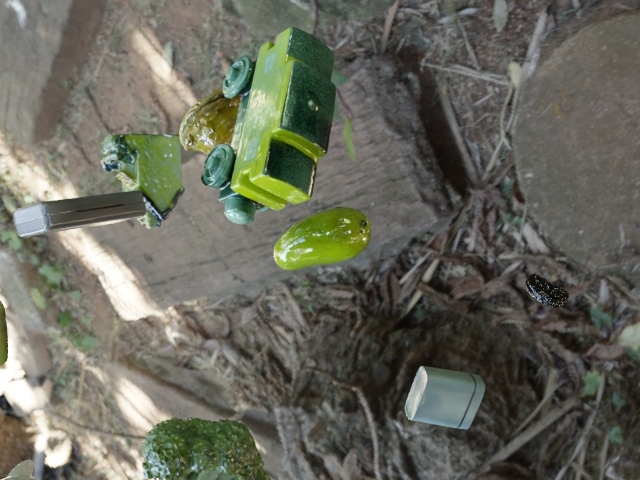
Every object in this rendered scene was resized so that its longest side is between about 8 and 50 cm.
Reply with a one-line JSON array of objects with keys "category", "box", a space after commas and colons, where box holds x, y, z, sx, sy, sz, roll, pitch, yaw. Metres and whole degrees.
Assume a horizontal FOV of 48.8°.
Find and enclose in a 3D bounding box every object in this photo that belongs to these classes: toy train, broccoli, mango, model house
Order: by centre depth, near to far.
[{"category": "broccoli", "box": [-0.221, 0.484, 1.381, 0.186, 0.254, 0.302, 22, 116, 58]}, {"category": "toy train", "box": [-0.101, -0.255, 1.532, 0.272, 0.179, 0.442, -16, 58, 46]}, {"category": "model house", "box": [-0.419, -0.127, 1.639, 0.194, 0.170, 0.211, -10, 85, 61]}, {"category": "mango", "box": [0.000, 0.000, 1.946, 0.293, 0.175, 0.143, -21, 59, 18]}]

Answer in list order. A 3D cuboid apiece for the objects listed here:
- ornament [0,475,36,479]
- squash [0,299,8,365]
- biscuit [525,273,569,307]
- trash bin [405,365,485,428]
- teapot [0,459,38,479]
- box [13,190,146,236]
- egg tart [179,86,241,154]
[{"category": "ornament", "box": [-0.728, 0.682, 1.694, 0.196, 0.166, 0.153, 20, 86, 38]}, {"category": "squash", "box": [-0.846, 0.227, 1.812, 0.083, 0.083, 0.250, 40, 139, 20]}, {"category": "biscuit", "box": [0.466, 0.104, 1.452, 0.089, 0.087, 0.027, 58, 137, 42]}, {"category": "trash bin", "box": [0.252, 0.319, 1.432, 0.059, 0.130, 0.116, -117, 42, -67]}, {"category": "teapot", "box": [-0.645, 0.574, 1.401, 0.139, 0.298, 0.204, 20, 126, 21]}, {"category": "box", "box": [-0.453, -0.053, 1.349, 0.103, 0.243, 0.055, -11, 93, 32]}, {"category": "egg tart", "box": [-0.250, -0.313, 1.937, 0.116, 0.294, 0.295, 59, 137, 15]}]
